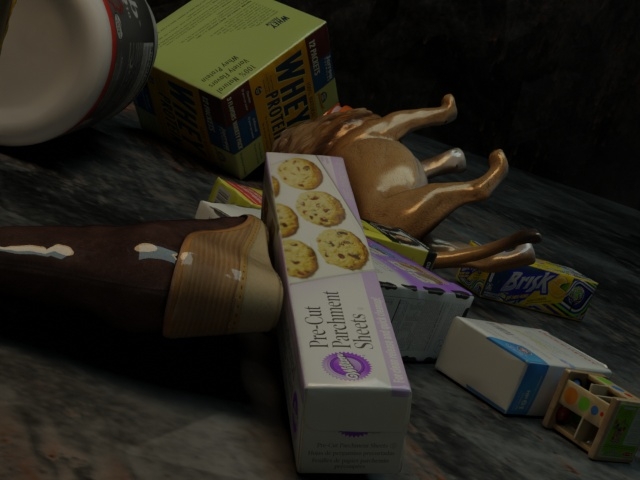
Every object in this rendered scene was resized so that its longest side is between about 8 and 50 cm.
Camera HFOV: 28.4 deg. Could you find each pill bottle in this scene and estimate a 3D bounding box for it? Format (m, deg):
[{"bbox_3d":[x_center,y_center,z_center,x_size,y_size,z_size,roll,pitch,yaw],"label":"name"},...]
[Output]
[{"bbox_3d":[-0.300,-0.224,1.414,0.210,0.210,0.363,21,10,-1],"label":"pill bottle"}]

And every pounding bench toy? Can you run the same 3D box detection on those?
[{"bbox_3d":[0.232,0.141,1.024,0.083,0.052,0.065,12,13,-39],"label":"pounding bench toy"}]

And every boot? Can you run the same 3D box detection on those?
[{"bbox_3d":[-0.141,0.011,0.871,0.207,0.090,0.248,10,2,-11],"label":"boot"}]

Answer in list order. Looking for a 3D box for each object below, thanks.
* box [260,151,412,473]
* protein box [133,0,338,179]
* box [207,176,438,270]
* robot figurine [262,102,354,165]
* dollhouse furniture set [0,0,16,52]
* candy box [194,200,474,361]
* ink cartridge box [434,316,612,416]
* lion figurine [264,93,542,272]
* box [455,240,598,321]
[{"bbox_3d":[0.002,0.034,0.858,0.067,0.063,0.324,2,28,-7],"label":"box"},{"bbox_3d":[-0.119,-0.219,1.691,0.201,0.136,0.200,28,55,34],"label":"protein box"},{"bbox_3d":[0.000,0.000,1.275,0.232,0.058,0.087,14,13,-32],"label":"box"},{"bbox_3d":[-0.028,-0.151,1.813,0.219,0.128,0.158,22,-11,10],"label":"robot figurine"},{"bbox_3d":[-0.417,-0.198,1.064,0.301,0.197,0.151,15,16,-19],"label":"dollhouse furniture set"},{"bbox_3d":[0.005,0.036,1.068,0.165,0.070,0.196,29,13,36],"label":"candy box"},{"bbox_3d":[0.173,0.109,1.074,0.122,0.052,0.088,9,16,-43],"label":"ink cartridge box"},{"bbox_3d":[0.082,-0.056,1.486,0.240,0.142,0.392,-16,27,-9],"label":"lion figurine"},{"bbox_3d":[0.249,0.049,1.522,0.169,0.054,0.059,14,12,-32],"label":"box"}]
